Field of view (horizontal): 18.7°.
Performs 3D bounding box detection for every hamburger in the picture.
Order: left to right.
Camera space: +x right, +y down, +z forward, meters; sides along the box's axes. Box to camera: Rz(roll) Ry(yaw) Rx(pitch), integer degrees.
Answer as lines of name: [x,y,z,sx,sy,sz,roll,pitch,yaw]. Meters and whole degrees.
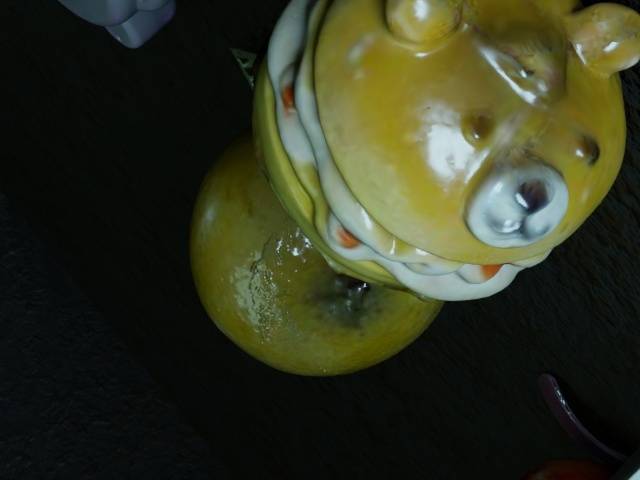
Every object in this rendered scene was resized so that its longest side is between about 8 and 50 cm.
hamburger: [0.105,-0.098,1.413,0.276,0.276,0.237,49,153,-7]

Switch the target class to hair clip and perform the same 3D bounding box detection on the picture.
hair clip: [0.275,0.195,2.041,0.137,0.022,0.054,48,167,-1]

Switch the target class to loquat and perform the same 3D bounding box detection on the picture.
loquat: [0.000,0.000,1.869,0.263,0.263,0.263,42,163,16]

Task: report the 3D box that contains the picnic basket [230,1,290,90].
picnic basket: [0.053,-0.119,1.640,0.134,0.154,0.196,18,143,53]

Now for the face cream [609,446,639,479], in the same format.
face cream: [0.344,0.220,1.578,0.179,0.218,0.218,44,163,8]

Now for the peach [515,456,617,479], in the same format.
peach: [0.291,0.319,2.058,0.159,0.154,0.267,33,152,37]

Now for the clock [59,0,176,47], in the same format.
clock: [-0.251,-0.347,1.953,0.295,0.113,0.322,43,165,13]
